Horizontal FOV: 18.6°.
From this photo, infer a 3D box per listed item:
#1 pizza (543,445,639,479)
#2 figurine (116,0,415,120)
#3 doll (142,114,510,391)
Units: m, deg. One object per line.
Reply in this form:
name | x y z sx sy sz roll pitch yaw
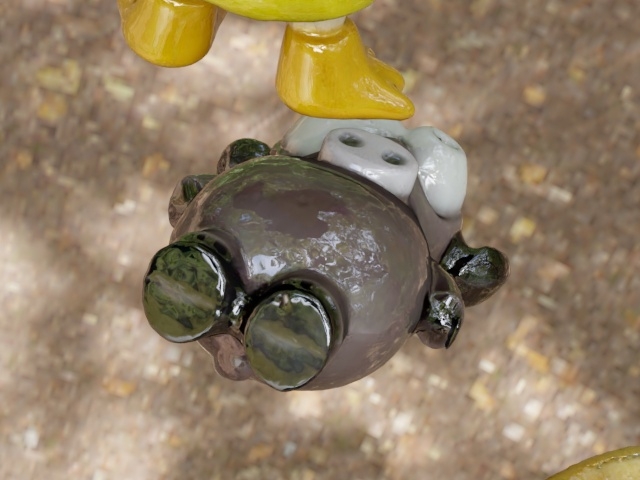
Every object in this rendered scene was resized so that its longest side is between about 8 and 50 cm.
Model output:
pizza | 0.129 0.187 0.792 0.193 0.053 0.201 35 62 0
figurine | 0.001 -0.208 0.852 0.215 0.344 0.187 8 42 -4
doll | -0.001 0.002 1.027 0.182 0.117 0.257 27 27 13
